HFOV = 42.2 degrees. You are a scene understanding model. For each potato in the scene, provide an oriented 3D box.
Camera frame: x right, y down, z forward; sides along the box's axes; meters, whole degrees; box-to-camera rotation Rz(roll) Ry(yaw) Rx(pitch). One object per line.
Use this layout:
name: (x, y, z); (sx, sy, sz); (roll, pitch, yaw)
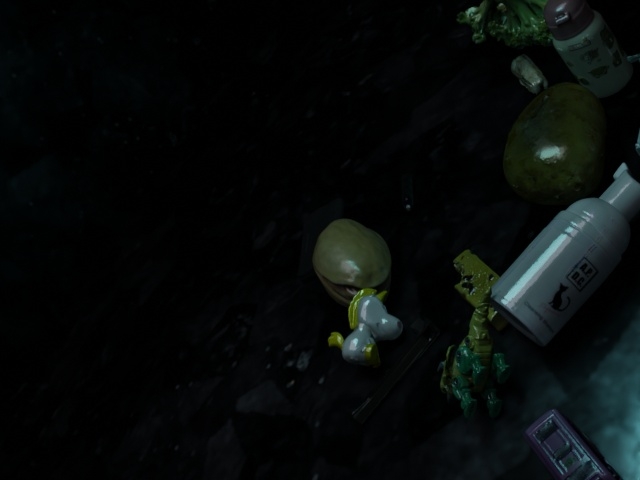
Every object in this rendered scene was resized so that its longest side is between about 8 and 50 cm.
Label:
potato: (0.495, -0.201, 1.730); (0.210, 0.173, 0.307); (-14, 42, 45)

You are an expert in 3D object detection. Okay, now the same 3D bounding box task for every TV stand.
TV stand: (0.148, 0.268, 1.734); (0.256, 0.040, 0.049); (-49, 31, -5)

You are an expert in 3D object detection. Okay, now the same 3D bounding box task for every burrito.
burrito: (0.517, -0.416, 2.071); (0.058, 0.045, 0.188); (-47, 30, 21)

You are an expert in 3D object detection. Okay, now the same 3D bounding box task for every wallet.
wallet: (0.000, 0.000, 2.221); (0.149, 0.044, 0.250); (-30, 35, 32)

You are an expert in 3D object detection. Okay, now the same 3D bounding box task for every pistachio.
pistachio: (0.075, 0.050, 1.962); (0.181, 0.162, 0.293); (-11, 31, -7)

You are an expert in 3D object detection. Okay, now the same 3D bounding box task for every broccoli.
broccoli: (0.496, -0.633, 2.042); (0.353, 0.397, 0.275); (-32, 58, 15)

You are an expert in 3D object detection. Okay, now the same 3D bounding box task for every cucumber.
cucumber: (0.221, -0.116, 2.098); (0.032, 0.032, 0.133); (-30, 36, 25)

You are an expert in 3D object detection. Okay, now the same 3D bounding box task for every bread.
bread: (0.332, 0.096, 1.703); (0.088, 0.049, 0.226); (-45, 30, 2)

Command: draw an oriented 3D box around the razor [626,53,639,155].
razor: (0.689, -0.290, 1.725); (0.111, 0.056, 0.278); (-13, 52, 45)

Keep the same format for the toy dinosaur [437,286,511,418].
toy dinosaur: (0.286, 0.212, 1.515); (0.153, 0.094, 0.259); (-122, 40, -52)

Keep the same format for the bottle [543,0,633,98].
bottle: (0.579, -0.436, 1.819); (0.120, 0.253, 0.120); (-31, 34, 23)

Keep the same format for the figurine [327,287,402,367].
figurine: (0.106, 0.187, 1.798); (0.129, 0.109, 0.178); (32, 79, 13)

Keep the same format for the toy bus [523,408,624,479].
toy bus: (0.395, 0.351, 1.286); (0.087, 0.098, 0.178); (-42, 32, 6)

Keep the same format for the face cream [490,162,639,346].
face cream: (0.477, 0.012, 1.529); (0.370, 0.145, 0.145); (-48, 31, -1)
